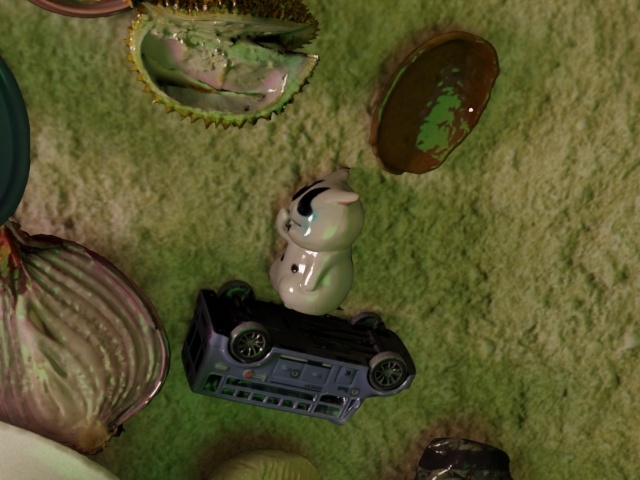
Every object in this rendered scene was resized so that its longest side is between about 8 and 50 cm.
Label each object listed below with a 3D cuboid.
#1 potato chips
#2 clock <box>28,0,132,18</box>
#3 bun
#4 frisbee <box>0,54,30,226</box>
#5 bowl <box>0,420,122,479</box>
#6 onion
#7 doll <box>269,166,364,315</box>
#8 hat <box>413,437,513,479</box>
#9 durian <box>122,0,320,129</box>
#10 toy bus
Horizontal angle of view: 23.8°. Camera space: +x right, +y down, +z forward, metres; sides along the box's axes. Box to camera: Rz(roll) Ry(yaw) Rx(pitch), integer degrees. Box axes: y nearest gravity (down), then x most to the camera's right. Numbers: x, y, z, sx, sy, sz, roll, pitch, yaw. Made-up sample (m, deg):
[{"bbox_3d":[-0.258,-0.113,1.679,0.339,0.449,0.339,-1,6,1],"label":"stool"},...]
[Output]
[{"bbox_3d":[0.135,-0.174,1.905,0.150,0.049,0.201,11,111,-27],"label":"potato chips"},{"bbox_3d":[-0.256,-0.362,1.681,0.244,0.056,0.244,-6,118,-12],"label":"clock"},{"bbox_3d":[-0.090,0.391,2.072,0.220,0.134,0.220,7,78,-37],"label":"bun"},{"bbox_3d":[-0.435,-0.128,1.655,0.049,0.289,0.289,-15,129,34],"label":"frisbee"},{"bbox_3d":[-0.416,0.400,1.836,0.435,0.196,0.435,12,144,9],"label":"bowl"},{"bbox_3d":[-0.346,0.091,1.844,0.267,0.159,0.348,-26,115,-16],"label":"onion"},{"bbox_3d":[-0.004,0.006,1.926,0.107,0.110,0.181,1,115,-18],"label":"doll"},{"bbox_3d":[0.204,0.345,2.151,0.265,0.265,0.128,4,83,-19],"label":"hat"},{"bbox_3d":[-0.128,-0.242,1.737,0.237,0.138,0.193,29,109,-31],"label":"durian"},{"bbox_3d":[-0.028,0.157,1.990,0.292,0.125,0.133,14,114,-21],"label":"toy bus"}]
